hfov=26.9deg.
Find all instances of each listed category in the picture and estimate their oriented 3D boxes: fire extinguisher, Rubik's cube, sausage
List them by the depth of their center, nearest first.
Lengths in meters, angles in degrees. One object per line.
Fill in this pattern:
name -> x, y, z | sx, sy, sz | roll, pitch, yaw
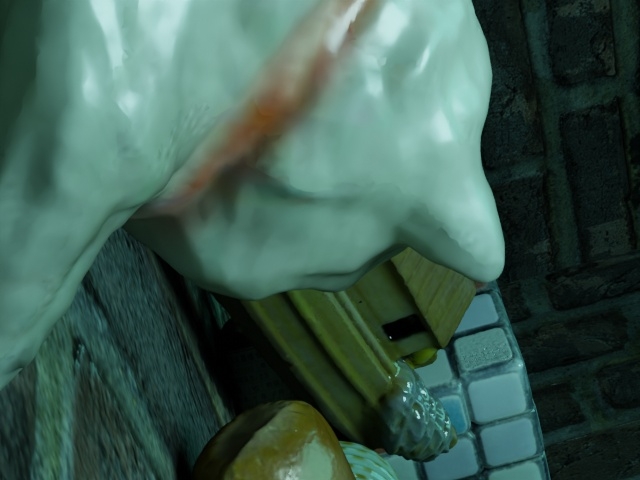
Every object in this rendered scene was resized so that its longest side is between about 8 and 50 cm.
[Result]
sausage -> -0.004, 0.226, 0.823 | 0.105, 0.105, 0.274 | -99, 173, -66
fire extinguisher -> -0.039, 0.102, 1.109 | 0.106, 0.075, 0.252 | -101, 175, -89
Rubik's cube -> 0.091, 0.178, 1.425 | 0.256, 0.253, 0.259 | -100, 173, -55

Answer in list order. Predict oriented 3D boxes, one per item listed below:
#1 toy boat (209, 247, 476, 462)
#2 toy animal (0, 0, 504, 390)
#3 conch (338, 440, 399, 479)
toy boat -> 0.000, 0.000, 0.925 | 0.445, 0.162, 0.136 | 55, 19, -41
toy animal -> -0.032, -0.129, 0.456 | 0.308, 0.188, 0.266 | -106, -154, -51
conch -> 0.000, 0.218, 0.971 | 0.153, 0.102, 0.135 | -33, 126, -53
